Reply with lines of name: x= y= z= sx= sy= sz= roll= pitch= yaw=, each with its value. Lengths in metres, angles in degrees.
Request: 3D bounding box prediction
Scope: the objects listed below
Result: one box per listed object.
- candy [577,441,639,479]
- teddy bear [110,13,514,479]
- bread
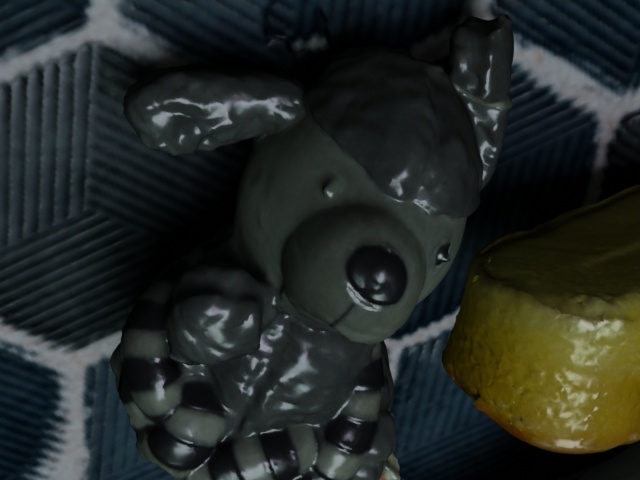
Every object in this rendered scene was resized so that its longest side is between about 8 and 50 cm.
candy: x=0.246 y=0.243 z=0.733 sx=0.386 sy=0.186 sz=0.427 roll=23 pitch=116 yaw=-36
teddy bear: x=-0.016 y=0.008 z=0.534 sx=0.171 sy=0.144 sz=0.251 roll=14 pitch=118 yaw=-9
bread: x=0.163 y=0.025 z=0.574 sx=0.246 sy=0.102 sz=0.094 roll=-19 pitch=127 yaw=-36
